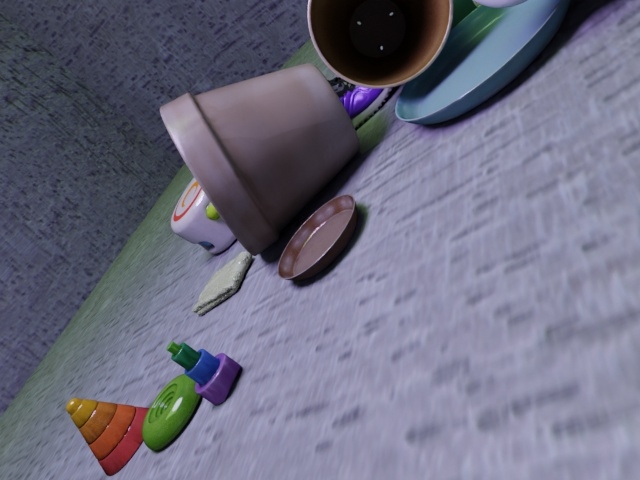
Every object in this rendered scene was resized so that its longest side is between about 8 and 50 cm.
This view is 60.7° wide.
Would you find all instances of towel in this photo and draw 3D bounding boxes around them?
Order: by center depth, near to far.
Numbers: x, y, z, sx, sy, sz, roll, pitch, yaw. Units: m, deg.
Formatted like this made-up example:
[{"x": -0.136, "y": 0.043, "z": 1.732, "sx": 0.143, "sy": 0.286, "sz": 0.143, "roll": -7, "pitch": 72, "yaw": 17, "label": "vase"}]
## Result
[{"x": -0.198, "y": 0.086, "z": 1.098, "sx": 0.148, "sy": 0.027, "sz": 0.110, "roll": -32, "pitch": 27, "yaw": 38, "label": "towel"}]

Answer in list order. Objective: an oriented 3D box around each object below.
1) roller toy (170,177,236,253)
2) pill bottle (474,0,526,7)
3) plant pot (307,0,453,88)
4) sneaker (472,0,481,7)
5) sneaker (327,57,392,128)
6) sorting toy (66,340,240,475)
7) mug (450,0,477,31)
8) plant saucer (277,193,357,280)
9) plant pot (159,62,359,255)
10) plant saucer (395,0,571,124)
[{"x": -0.259, "y": -0.074, "z": 1.340, "sx": 0.191, "sy": 0.146, "sz": 0.209, "roll": -44, "pitch": 30, "yaw": 24, "label": "roller toy"}, {"x": 0.333, "y": -0.483, "z": 0.712, "sx": 0.362, "sy": 0.210, "sz": 0.210, "roll": -37, "pitch": 17, "yaw": -13, "label": "pill bottle"}, {"x": 0.105, "y": -0.403, "z": 1.010, "sx": 0.237, "sy": 0.237, "sz": 0.254, "roll": -43, "pitch": 8, "yaw": 14, "label": "plant pot"}, {"x": 0.347, "y": -0.500, "z": 0.943, "sx": 0.209, "sy": 0.081, "sz": 0.094, "roll": -59, "pitch": -5, "yaw": 0, "label": "sneaker"}, {"x": 0.027, "y": -0.302, "z": 1.173, "sx": 0.293, "sy": 0.146, "sz": 0.102, "roll": -41, "pitch": 21, "yaw": 19, "label": "sneaker"}, {"x": -0.280, "y": 0.241, "z": 0.840, "sx": 0.365, "sy": 0.126, "sz": 0.127, "roll": -36, "pitch": 23, "yaw": 33, "label": "sorting toy"}, {"x": 0.261, "y": -0.473, "z": 1.075, "sx": 0.158, "sy": 0.097, "sz": 0.129, "roll": -47, "pitch": 20, "yaw": 4, "label": "mug"}, {"x": 0.000, "y": 0.000, "z": 0.847, "sx": 0.168, "sy": 0.029, "sz": 0.168, "roll": -40, "pitch": 22, "yaw": 20, "label": "plant saucer"}, {"x": -0.093, "y": -0.178, "z": 1.028, "sx": 0.280, "sy": 0.323, "sz": 0.323, "roll": -32, "pitch": 20, "yaw": -3, "label": "plant pot"}, {"x": 0.250, "y": -0.291, "z": 0.847, "sx": 0.317, "sy": 0.043, "sz": 0.318, "roll": -40, "pitch": 22, "yaw": 19, "label": "plant saucer"}]
